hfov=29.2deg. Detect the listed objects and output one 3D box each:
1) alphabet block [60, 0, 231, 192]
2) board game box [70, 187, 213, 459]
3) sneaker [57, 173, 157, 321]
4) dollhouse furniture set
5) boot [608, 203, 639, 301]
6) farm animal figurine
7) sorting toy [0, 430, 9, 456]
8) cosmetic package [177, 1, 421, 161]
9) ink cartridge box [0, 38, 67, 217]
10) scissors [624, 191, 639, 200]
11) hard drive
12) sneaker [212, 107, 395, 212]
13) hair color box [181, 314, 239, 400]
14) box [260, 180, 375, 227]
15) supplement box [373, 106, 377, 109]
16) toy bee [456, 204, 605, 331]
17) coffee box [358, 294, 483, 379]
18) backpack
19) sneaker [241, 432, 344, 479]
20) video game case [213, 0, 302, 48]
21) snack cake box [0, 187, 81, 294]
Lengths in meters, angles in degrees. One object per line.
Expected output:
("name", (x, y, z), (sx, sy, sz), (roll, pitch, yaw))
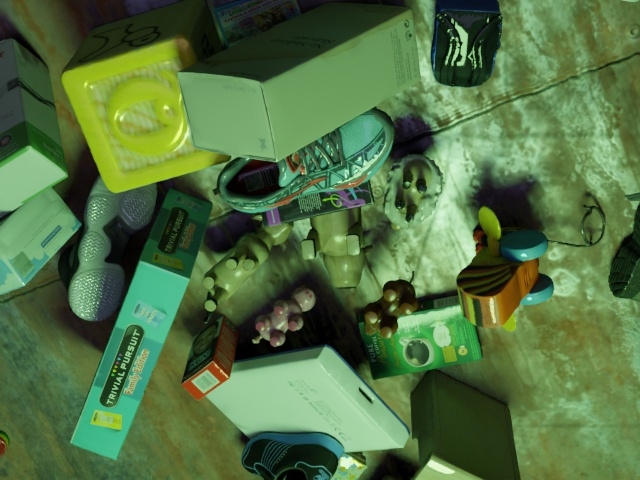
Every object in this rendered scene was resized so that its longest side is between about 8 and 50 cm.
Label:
("alphabet block", (-0.230, -0.208, 1.737), (0.192, 0.197, 0.193), (-16, 115, 11))
("board game box", (-0.271, 0.122, 1.872), (0.079, 0.254, 0.336), (21, 115, -7))
("sneaker", (-0.338, -0.010, 1.895), (0.101, 0.153, 0.268), (19, 81, -23))
("dollhouse furniture set", (0.151, 0.452, 2.012), (0.362, 0.256, 0.394), (27, 114, -10))
("boot", (0.559, 0.001, 1.881), (0.161, 0.083, 0.246), (13, 117, -17))
("farm animal figurine", (0.000, 0.000, 1.858), (0.330, 0.172, 0.326), (12, 104, 5))
("sorting toy", (-0.678, 0.315, 2.103), (0.274, 0.046, 0.132), (2, 116, 3))
("cosmetic package", (-0.022, -0.219, 1.644), (0.160, 0.309, 0.113), (12, 122, 39))
("ink cartridge box", (-0.462, -0.157, 1.760), (0.160, 0.219, 0.092), (-28, 143, 16))
("scissors", (0.567, -0.081, 1.788), (0.297, 0.021, 0.109), (11, 114, -30))
("hard drive", (-0.036, 0.261, 1.947), (0.319, 0.040, 0.210), (-15, 124, 48))
("sneaker", (-0.021, -0.101, 1.657), (0.262, 0.125, 0.104), (-24, 88, 10))
("hair color box", (-0.174, 0.186, 1.960), (0.072, 0.141, 0.043), (-36, 109, 18))
("box", (-0.013, -0.090, 1.735), (0.162, 0.029, 0.116), (-12, 90, 11))
("supplement box", (0.028, -0.185, 1.788), (0.083, 0.083, 0.056), (1, 117, -17))
("toy bee", (0.280, 0.040, 1.850), (0.162, 0.298, 0.195), (9, 101, 41))
("coffee box", (0.161, 0.155, 1.984), (0.184, 0.040, 0.113), (-13, 115, 9))
("backpack", (0.205, -0.281, 1.732), (0.098, 0.101, 0.120), (4, 120, 3))
("sneaker", (-0.062, 0.367, 1.982), (0.081, 0.090, 0.232), (46, 143, -21))
("video game case", (-0.072, -0.279, 1.795), (0.119, 0.015, 0.166), (-15, 115, 11))
("snack cake box", (-0.500, 0.020, 1.835), (0.264, 0.152, 0.089), (-18, 117, 41))
